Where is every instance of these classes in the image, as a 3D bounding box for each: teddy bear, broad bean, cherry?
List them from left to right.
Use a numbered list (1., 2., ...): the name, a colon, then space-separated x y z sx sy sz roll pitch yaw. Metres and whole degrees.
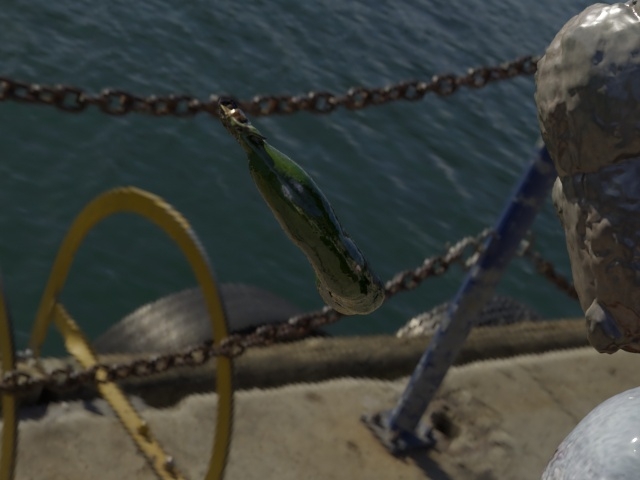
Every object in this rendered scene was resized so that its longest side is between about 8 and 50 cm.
1. broad bean: 0.000 0.000 1.027 0.144 0.049 0.292 50 -5 38
2. teddy bear: 0.247 -0.046 0.902 0.151 0.236 0.267 -3 81 -27
3. cherry: 0.337 0.270 1.219 0.218 0.255 0.296 50 10 4
